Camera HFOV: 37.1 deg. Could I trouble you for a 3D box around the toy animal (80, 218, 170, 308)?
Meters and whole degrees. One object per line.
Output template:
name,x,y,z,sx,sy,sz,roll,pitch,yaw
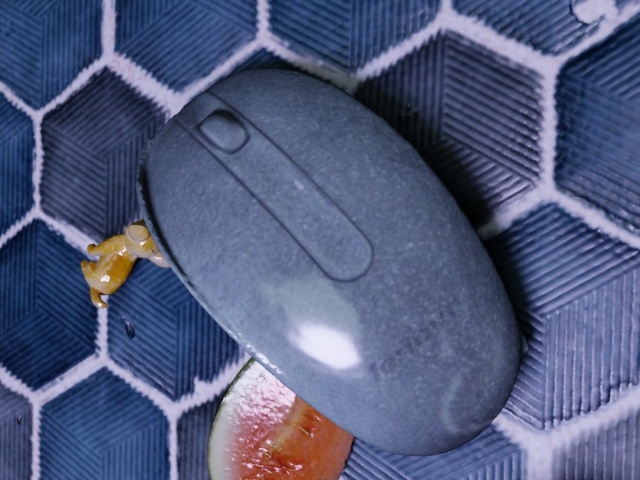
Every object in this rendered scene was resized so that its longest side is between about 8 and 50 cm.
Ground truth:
toy animal,-0.180,0.018,0.891,0.083,0.060,0.081,-18,43,28

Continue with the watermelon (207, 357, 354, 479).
watermelon,-0.029,0.161,0.820,0.119,0.063,0.245,29,104,10

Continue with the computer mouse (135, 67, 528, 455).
computer mouse,0.001,-0.002,0.736,0.203,0.114,0.374,-44,72,-5
